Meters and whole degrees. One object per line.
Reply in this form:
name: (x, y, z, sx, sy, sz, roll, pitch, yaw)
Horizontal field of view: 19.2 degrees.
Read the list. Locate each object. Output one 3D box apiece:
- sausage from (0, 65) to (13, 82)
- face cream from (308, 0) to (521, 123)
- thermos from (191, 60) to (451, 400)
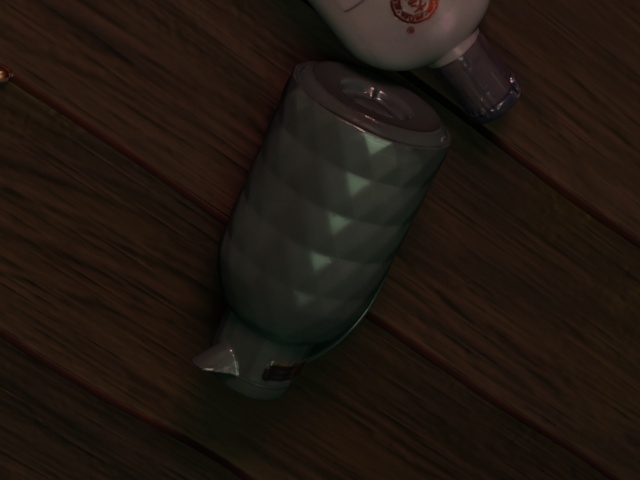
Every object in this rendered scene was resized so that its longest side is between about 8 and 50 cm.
sausage: (-0.301, -0.137, 1.542, 0.100, 0.015, 0.015, 1, 117, -11)
face cream: (0.063, -0.212, 1.537, 0.144, 0.071, 0.291, -35, 118, 8)
thermos: (0.000, 0.000, 1.606, 0.182, 0.145, 0.286, -3, 126, -47)
